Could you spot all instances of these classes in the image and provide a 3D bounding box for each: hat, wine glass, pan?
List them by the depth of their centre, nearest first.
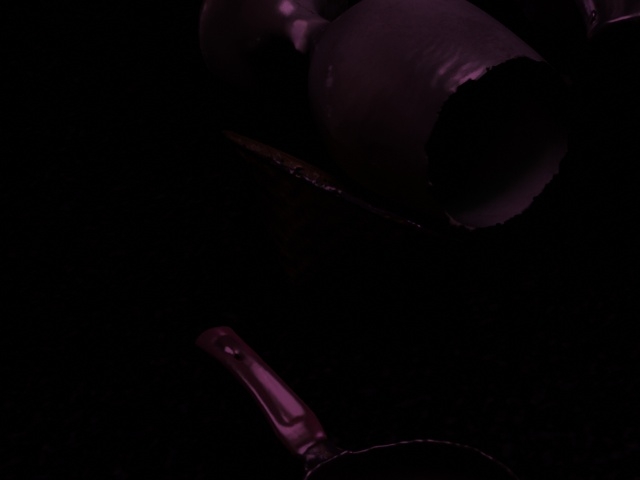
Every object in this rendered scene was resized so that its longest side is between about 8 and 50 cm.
[{"bbox_3d":[0.006,0.108,0.796,0.115,0.040,0.212,-26,44,-27],"label":"pan"},{"bbox_3d":[0.000,0.000,0.958,0.146,0.067,0.146,25,4,-2],"label":"hat"},{"bbox_3d":[0.034,-0.099,1.040,0.126,0.126,0.241,-25,36,-26],"label":"wine glass"}]

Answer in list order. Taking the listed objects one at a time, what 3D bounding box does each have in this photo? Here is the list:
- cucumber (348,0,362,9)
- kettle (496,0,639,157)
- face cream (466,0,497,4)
[{"bbox_3d":[-0.066,-0.211,1.299,0.056,0.056,0.284,-31,39,-33],"label":"cucumber"},{"bbox_3d":[0.243,-0.139,1.023,0.268,0.207,0.290,12,33,-22],"label":"kettle"},{"bbox_3d":[0.075,-0.203,1.193,0.269,0.082,0.082,2,29,-18],"label":"face cream"}]
